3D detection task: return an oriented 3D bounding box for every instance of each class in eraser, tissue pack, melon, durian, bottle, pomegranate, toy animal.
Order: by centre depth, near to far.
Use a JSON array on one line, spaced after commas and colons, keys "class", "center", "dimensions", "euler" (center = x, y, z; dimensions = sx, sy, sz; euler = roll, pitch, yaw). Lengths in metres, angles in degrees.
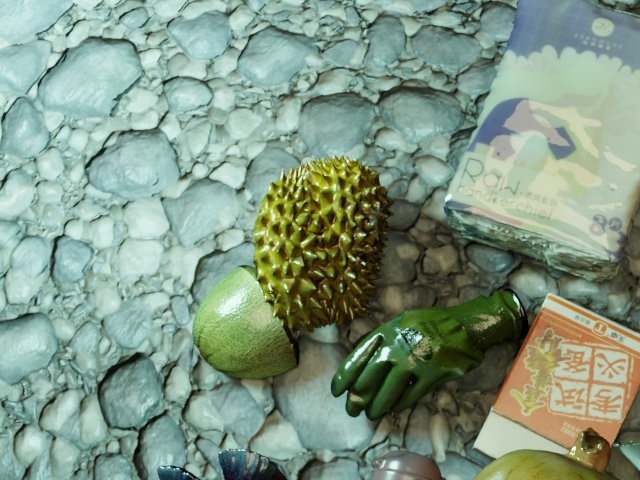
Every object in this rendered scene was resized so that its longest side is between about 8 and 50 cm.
[{"class": "pomegranate", "center": [0.275, 0.349, 1.585], "dimensions": [0.252, 0.229, 0.270], "euler": [27, 86, 39]}, {"class": "bottle", "center": [0.087, 0.374, 1.669], "dimensions": [0.110, 0.110, 0.233], "euler": [13, 74, 9]}, {"class": "toy animal", "center": [-0.109, 0.354, 1.690], "dimensions": [0.218, 0.116, 0.179], "euler": [13, 74, 2]}, {"class": "eraser", "center": [0.313, 0.200, 1.739], "dimensions": [0.157, 0.038, 0.230], "euler": [26, 77, 12]}, {"class": "durian", "center": [0.012, 0.002, 1.757], "dimensions": [0.138, 0.183, 0.249], "euler": [2, 76, 28]}, {"class": "melon", "center": [-0.106, 0.112, 1.784], "dimensions": [0.128, 0.079, 0.160], "euler": [-32, 73, -6]}, {"class": "tissue pack", "center": [0.325, -0.140, 1.797], "dimensions": [0.242, 0.125, 0.343], "euler": [19, 76, 11]}]

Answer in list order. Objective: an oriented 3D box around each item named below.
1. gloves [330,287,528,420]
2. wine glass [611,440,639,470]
[{"class": "gloves", "center": [0.136, 0.138, 1.746], "dimensions": [0.268, 0.107, 0.135], "euler": [-29, 42, -2]}, {"class": "wine glass", "center": [0.432, 0.327, 1.655], "dimensions": [0.122, 0.122, 0.183], "euler": [-7, 77, 3]}]
